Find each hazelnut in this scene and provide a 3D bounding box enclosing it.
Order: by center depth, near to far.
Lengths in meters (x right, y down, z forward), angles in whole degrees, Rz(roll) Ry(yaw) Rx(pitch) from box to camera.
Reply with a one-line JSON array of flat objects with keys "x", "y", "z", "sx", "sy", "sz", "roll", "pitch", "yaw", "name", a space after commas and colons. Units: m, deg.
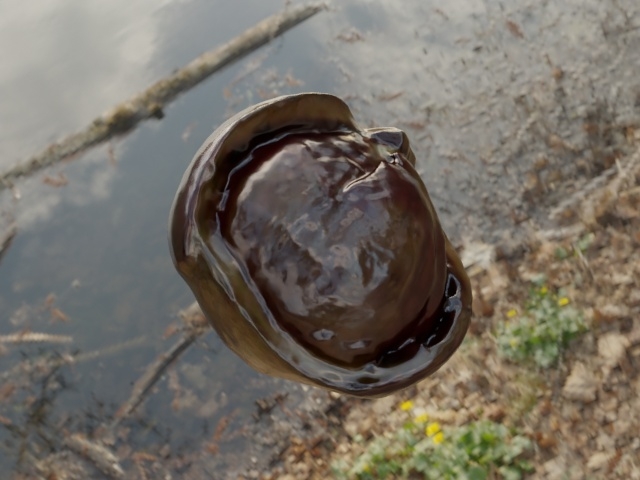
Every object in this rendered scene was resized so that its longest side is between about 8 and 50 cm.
[{"x": -0.004, "y": 0.006, "z": 0.738, "sx": 0.160, "sy": 0.202, "sz": 0.170, "roll": -19, "pitch": 37, "yaw": 36, "name": "hazelnut"}]
